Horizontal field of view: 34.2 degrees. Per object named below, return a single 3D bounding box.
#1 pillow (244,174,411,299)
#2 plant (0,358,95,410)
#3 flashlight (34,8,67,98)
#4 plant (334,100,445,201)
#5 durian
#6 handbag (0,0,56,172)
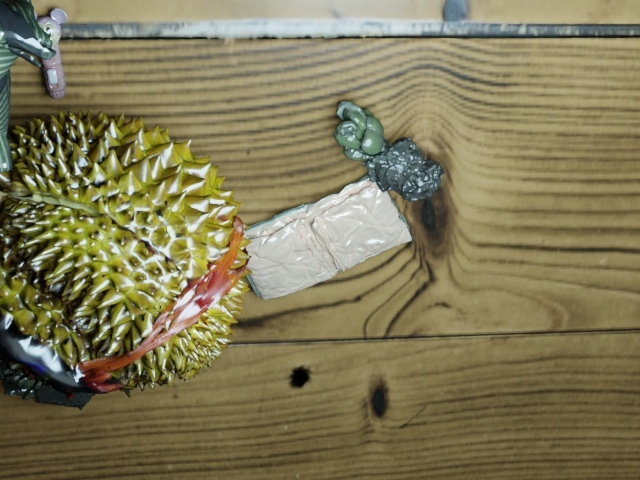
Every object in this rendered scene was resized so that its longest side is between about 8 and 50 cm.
[{"bbox_3d":[0.000,0.000,1.404,0.232,0.043,0.126,-23,128,5],"label":"pillow"},{"bbox_3d":[-0.380,0.183,1.447,0.143,0.094,0.092,27,127,-28],"label":"plant"},{"bbox_3d":[-0.317,-0.217,1.220,0.052,0.031,0.110,-4,124,-5],"label":"flashlight"},{"bbox_3d":[0.082,-0.109,1.320,0.174,0.085,0.087,35,142,-21],"label":"plant"},{"bbox_3d":[-0.252,0.024,1.228,0.347,0.348,0.384,-32,134,14],"label":"durian"},{"bbox_3d":[-0.420,-0.215,1.049,0.240,0.341,0.247,10,126,-34],"label":"handbag"}]
